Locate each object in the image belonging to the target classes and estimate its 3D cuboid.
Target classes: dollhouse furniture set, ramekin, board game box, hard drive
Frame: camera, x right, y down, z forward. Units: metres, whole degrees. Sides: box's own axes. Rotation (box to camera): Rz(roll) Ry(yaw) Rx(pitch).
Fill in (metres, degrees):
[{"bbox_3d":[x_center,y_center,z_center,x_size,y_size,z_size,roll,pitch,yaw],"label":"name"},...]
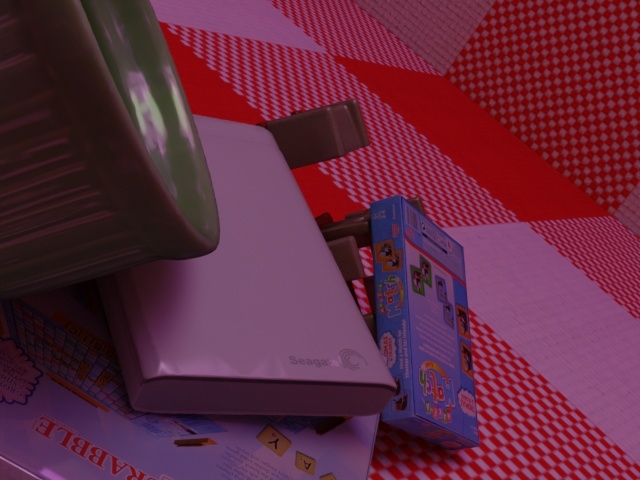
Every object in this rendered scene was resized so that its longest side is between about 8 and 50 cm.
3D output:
[{"bbox_3d":[0.000,0.000,1.121,0.262,0.135,0.259,-31,106,-64],"label":"dollhouse furniture set"},{"bbox_3d":[-0.188,-0.109,0.718,0.303,0.148,0.303,-21,90,-87],"label":"ramekin"},{"bbox_3d":[0.102,0.083,1.085,0.160,0.039,0.212,34,48,-55],"label":"board game box"},{"bbox_3d":[-0.111,0.116,0.821,0.318,0.066,0.318,32,29,-7],"label":"board game box"},{"bbox_3d":[-0.084,0.005,0.884,0.203,0.040,0.307,7,39,-32],"label":"hard drive"}]
